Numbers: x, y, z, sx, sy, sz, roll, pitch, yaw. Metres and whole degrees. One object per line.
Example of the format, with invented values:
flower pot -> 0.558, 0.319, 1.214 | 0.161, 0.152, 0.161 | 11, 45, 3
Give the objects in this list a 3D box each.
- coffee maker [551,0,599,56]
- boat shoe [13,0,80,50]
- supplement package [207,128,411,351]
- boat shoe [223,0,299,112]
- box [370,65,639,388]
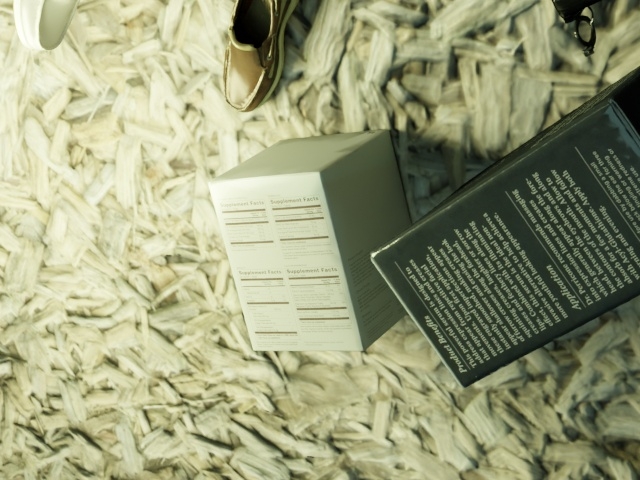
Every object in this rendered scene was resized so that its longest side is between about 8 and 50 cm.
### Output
coffee maker -> 0.368, -0.339, 1.657 | 0.178, 0.120, 0.171 | -15, 126, 37
boat shoe -> -0.333, -0.364, 1.830 | 0.096, 0.098, 0.277 | 31, 123, 18
supplement package -> 0.000, 0.000, 1.976 | 0.198, 0.199, 0.263 | -3, 109, 34
boat shoe -> -0.102, -0.293, 1.973 | 0.095, 0.095, 0.257 | 29, 124, 19
box -> 0.313, -0.033, 1.704 | 0.395, 0.293, 0.212 | -34, 91, 38
